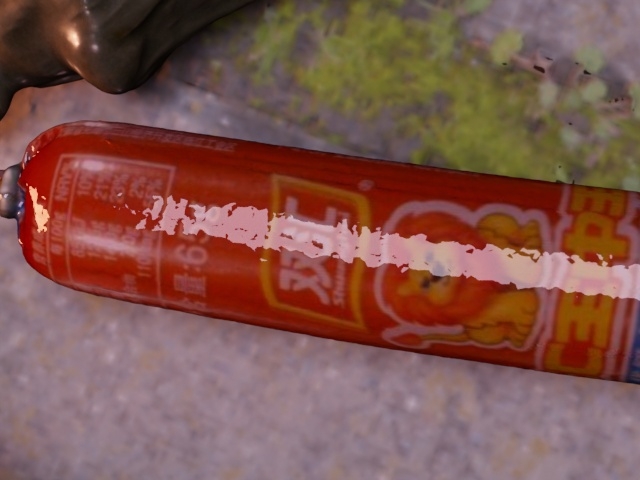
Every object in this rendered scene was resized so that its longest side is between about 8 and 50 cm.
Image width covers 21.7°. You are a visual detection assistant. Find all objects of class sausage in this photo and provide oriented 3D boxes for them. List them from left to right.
[{"bbox_3d":[0.000,0.000,0.634,0.274,0.074,0.074,9,82,8],"label":"sausage"}]

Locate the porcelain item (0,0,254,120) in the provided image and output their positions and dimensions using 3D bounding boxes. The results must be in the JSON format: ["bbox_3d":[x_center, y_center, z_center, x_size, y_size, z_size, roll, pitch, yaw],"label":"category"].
[{"bbox_3d":[-0.077,-0.096,0.650,0.215,0.081,0.069,-30,72,1],"label":"porcelain item"}]
